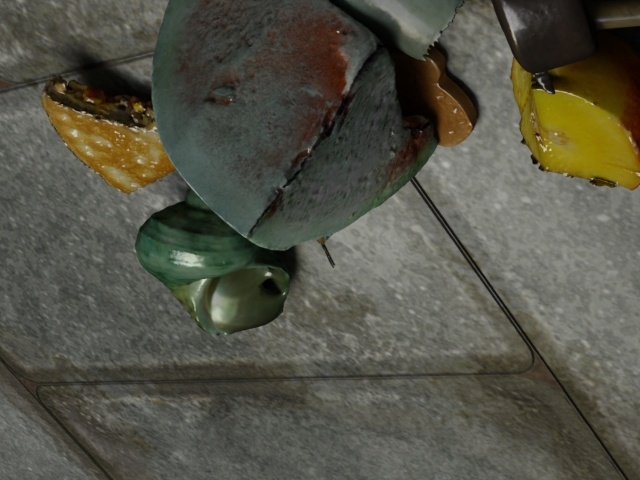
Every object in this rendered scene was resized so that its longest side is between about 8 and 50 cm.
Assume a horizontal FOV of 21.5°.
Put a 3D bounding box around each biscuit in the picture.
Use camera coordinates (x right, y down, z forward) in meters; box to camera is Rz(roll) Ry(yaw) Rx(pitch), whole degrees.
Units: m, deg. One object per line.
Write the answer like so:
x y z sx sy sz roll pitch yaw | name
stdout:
0.086 -0.144 1.567 0.140 0.023 0.118 35 148 0 | biscuit

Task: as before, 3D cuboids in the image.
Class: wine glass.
-0.025 -0.265 1.503 0.310 0.096 0.264 35 171 -3 | wine glass

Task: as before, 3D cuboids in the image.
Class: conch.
-0.116 0.012 1.866 0.176 0.122 0.188 10 148 -1 | conch

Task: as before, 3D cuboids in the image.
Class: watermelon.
-0.018 -0.151 1.477 0.214 0.320 0.289 -38 71 42 | watermelon

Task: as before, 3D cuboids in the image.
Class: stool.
0.173 -0.226 1.300 0.121 0.125 0.217 -20 89 14 | stool

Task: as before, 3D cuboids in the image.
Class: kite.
0.004 -0.001 1.847 0.044 0.002 0.078 -13 123 49 | kite

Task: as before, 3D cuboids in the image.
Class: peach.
0.226 -0.115 1.396 0.151 0.118 0.151 158 90 -82 | peach

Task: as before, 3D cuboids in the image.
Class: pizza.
-0.190 -0.119 1.819 0.199 0.062 0.188 5 150 29 | pizza
